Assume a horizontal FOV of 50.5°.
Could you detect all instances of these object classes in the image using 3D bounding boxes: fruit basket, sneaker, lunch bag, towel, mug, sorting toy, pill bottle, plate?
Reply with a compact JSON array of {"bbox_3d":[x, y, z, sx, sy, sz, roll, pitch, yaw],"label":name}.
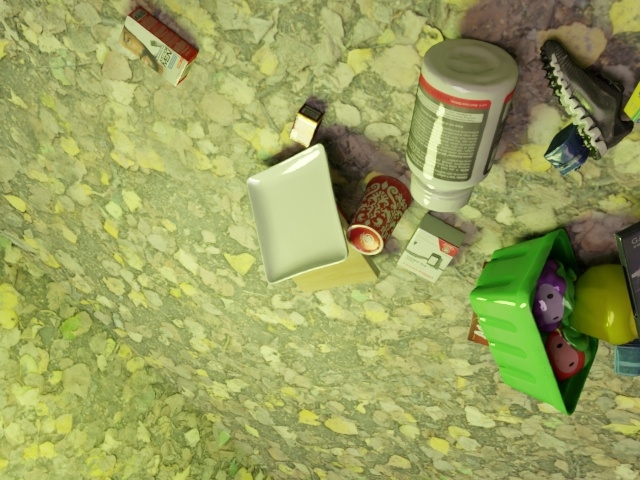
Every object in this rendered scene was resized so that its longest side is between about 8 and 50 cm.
[{"bbox_3d":[0.561,0.169,1.475,0.392,0.283,0.392,24,141,20],"label":"fruit basket"},{"bbox_3d":[0.484,-0.269,1.223,0.106,0.078,0.234,-30,95,10],"label":"sneaker"},{"bbox_3d":[0.479,-0.171,1.298,0.065,0.098,0.067,41,148,-6],"label":"lunch bag"},{"bbox_3d":[0.750,0.287,1.651,0.067,0.029,0.119,4,133,26],"label":"towel"},{"bbox_3d":[0.138,-0.042,1.580,0.113,0.169,0.150,-4,128,33],"label":"mug"},{"bbox_3d":[0.000,0.000,1.766,0.257,0.089,0.255,-13,123,38],"label":"sorting toy"},{"bbox_3d":[0.263,-0.212,1.329,0.176,0.176,0.318,19,138,14],"label":"pill bottle"},{"bbox_3d":[-0.051,-0.058,1.619,0.278,0.045,0.277,-20,78,42],"label":"plate"}]

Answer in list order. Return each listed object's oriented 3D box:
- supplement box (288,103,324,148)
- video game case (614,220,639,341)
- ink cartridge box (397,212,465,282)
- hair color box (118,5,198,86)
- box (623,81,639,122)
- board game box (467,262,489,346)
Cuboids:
[{"bbox_3d":[-0.033,-0.262,1.558,0.055,0.043,0.083,28,139,2],"label":"supplement box"},{"bbox_3d":[0.699,0.060,1.345,0.196,0.026,0.274,-26,115,-3],"label":"video game case"},{"bbox_3d":[0.267,0.021,1.647,0.109,0.063,0.150,27,139,4],"label":"ink cartridge box"},{"bbox_3d":[-0.376,-0.447,1.571,0.167,0.053,0.093,38,140,-6],"label":"hair color box"},{"bbox_3d":[0.595,-0.280,1.127,0.105,0.043,0.179,-8,138,-16],"label":"box"},{"bbox_3d":[0.461,0.178,1.717,0.145,0.027,0.281,16,137,18],"label":"board game box"}]
